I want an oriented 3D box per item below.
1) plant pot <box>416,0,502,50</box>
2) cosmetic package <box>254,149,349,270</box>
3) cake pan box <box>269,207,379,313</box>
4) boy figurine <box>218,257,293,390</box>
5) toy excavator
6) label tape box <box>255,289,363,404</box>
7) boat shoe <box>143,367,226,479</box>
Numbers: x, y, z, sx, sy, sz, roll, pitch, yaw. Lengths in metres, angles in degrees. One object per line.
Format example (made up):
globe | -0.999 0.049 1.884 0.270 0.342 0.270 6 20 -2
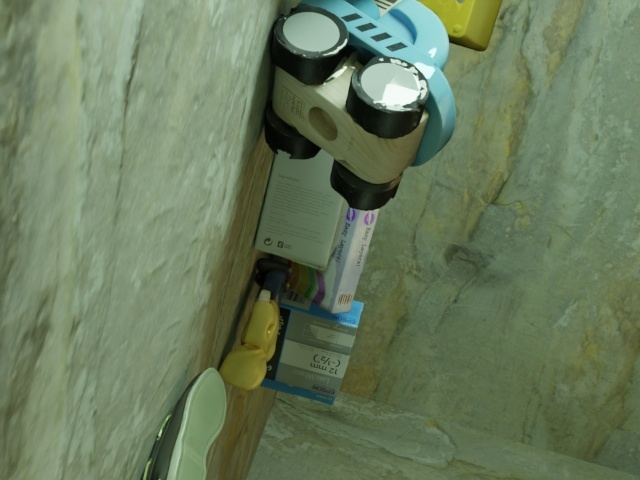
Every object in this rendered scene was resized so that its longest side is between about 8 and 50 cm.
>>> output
plant pot | 0.264 -0.518 1.578 0.187 0.212 0.212 -42 150 -63
cosmetic package | 0.000 -0.164 1.496 0.217 0.156 0.385 -59 165 -74
cake pan box | 0.000 0.000 1.719 0.070 0.246 0.266 0 111 -47
boy figurine | -0.128 0.181 1.533 0.177 0.092 0.285 102 5 -54
toy excavator | 0.083 -0.326 1.206 0.445 0.433 0.222 -40 159 -29
label tape box | -0.056 0.284 1.876 0.115 0.249 0.347 -71 175 -60
boat shoe | -0.190 0.271 1.051 0.081 0.069 0.227 57 25 -28
